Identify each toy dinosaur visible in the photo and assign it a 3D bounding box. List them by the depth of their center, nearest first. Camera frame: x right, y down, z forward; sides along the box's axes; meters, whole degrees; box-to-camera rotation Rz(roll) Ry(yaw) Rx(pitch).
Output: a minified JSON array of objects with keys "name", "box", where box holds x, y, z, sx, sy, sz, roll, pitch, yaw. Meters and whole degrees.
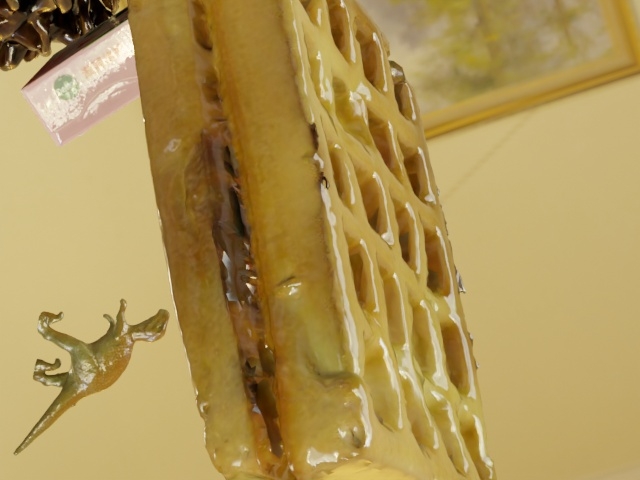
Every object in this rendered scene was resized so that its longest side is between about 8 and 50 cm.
[{"name":"toy dinosaur","box":[-0.217,0.133,1.330,0.126,0.162,0.039,7,170,5]}]

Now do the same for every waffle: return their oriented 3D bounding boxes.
[{"name":"waffle","box":[0.000,0.000,0.752,0.098,0.327,0.224,-21,151,20]}]

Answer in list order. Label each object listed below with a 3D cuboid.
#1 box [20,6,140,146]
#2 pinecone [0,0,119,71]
[{"name":"box","box":[-0.132,-0.111,0.877,0.089,0.043,0.125,-32,-165,7]},{"name":"pinecone","box":[-0.211,-0.258,1.089,0.224,0.224,0.272,-2,-138,48]}]
